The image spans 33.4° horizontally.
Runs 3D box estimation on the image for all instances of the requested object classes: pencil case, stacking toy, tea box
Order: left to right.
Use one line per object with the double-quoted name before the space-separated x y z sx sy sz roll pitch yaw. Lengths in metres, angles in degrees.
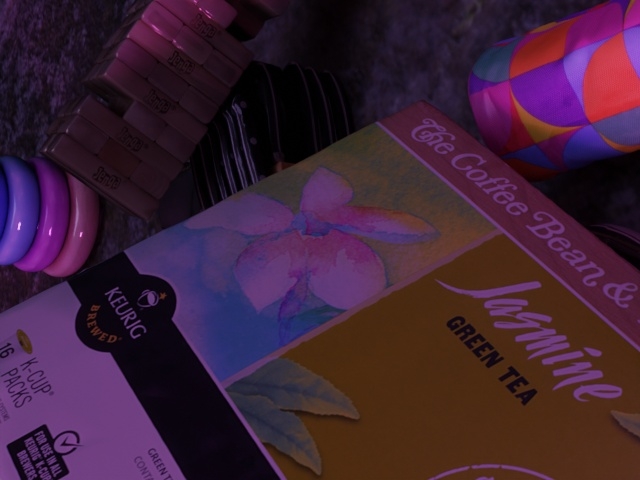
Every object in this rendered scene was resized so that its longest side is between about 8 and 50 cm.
"stacking toy" -0.413 -0.037 1.147 0.141 0.330 0.141 -7 81 50
"tea box" 0.026 0.144 0.560 0.329 0.323 0.220 46 158 42
"pencil case" 0.197 -0.104 0.601 0.236 0.104 0.104 -16 73 47

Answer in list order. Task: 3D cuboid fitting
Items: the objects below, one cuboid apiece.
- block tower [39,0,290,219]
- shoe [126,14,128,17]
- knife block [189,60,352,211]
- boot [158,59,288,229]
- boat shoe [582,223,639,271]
"block tower" -0.090 -0.183 0.836 0.335 0.097 0.091 -57 23 -10
"shoe" -0.155 -0.177 1.063 0.219 0.058 0.076 53 125 39
"knife block" 0.000 0.000 0.852 0.276 0.242 0.088 47 138 -12
"boot" -0.103 -0.076 0.982 0.137 0.077 0.198 31 109 53
"boat shoe" 0.205 0.055 0.584 0.228 0.076 0.080 46 120 43
